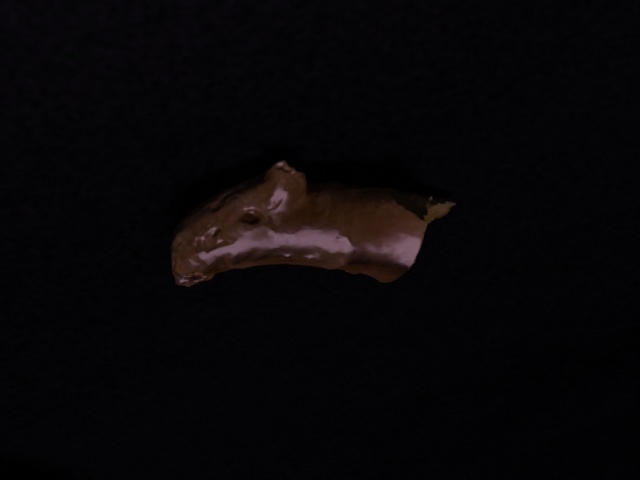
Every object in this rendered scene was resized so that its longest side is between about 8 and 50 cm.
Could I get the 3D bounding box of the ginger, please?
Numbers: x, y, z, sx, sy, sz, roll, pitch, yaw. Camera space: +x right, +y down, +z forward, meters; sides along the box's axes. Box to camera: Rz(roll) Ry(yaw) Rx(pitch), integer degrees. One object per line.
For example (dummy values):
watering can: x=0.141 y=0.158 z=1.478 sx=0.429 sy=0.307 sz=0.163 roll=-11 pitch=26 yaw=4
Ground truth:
ginger: x=0.002 y=-0.005 z=0.525 sx=0.137 sy=0.044 sz=0.057 roll=2 pitch=159 yaw=-21
